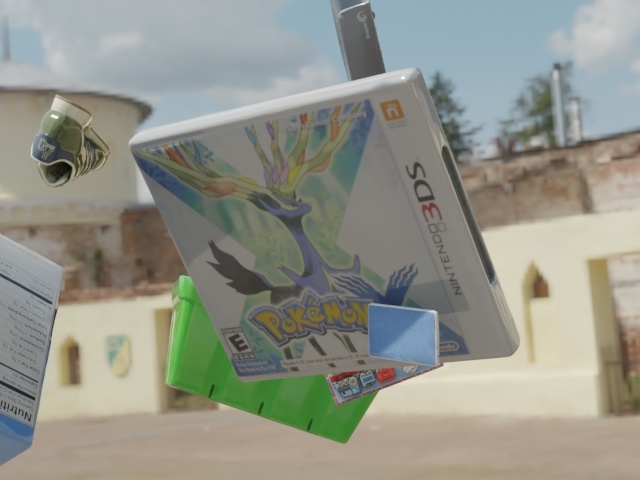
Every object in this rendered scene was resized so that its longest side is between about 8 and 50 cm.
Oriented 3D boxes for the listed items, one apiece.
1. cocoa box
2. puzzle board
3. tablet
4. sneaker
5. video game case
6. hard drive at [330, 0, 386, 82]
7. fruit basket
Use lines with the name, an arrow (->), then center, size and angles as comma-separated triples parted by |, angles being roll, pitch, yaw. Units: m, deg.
cocoa box -> -0.470, 0.141, 1.325 | 0.231, 0.227, 0.347 | 32, -48, -32
puzzle board -> 0.060, 0.117, 1.402 | 0.128, 0.096, 0.011 | -21, 1, 2
tablet -> 0.079, 0.090, 1.210 | 0.083, 0.054, 0.006 | 5, 9, 42
sneaker -> -0.304, -0.101, 1.499 | 0.064, 0.086, 0.192 | 26, -13, 4
video game case -> 0.000, 0.000, 1.252 | 0.329, 0.299, 0.036 | -9, 25, 32
hard drive -> 0.065, -0.242, 1.805 | 0.054, 0.254, 0.172 | -15, 30, 1
fruit basket -> -0.047, 0.103, 1.994 | 0.392, 0.391, 0.283 | -3, -5, -10
